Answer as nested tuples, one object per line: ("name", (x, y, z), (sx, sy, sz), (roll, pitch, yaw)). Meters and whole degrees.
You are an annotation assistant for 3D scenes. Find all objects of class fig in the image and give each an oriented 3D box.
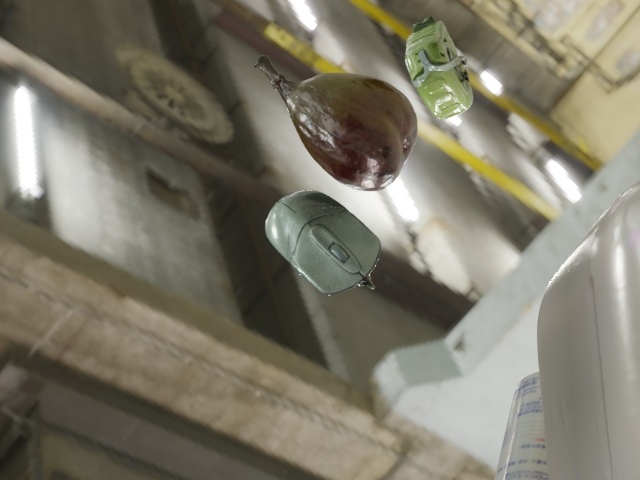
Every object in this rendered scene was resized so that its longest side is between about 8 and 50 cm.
("fig", (0.017, -0.192, 1.910), (0.274, 0.145, 0.170), (34, -127, 7))

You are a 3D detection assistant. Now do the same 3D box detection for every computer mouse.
("computer mouse", (-0.003, -0.004, 1.806), (0.229, 0.113, 0.068), (40, 172, 41))

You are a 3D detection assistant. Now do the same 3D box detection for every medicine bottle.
("medicine bottle", (0.304, 0.346, 1.793), (0.130, 0.130, 0.341), (35, -136, -13))

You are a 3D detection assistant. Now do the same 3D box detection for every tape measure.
("tape measure", (0.202, -0.283, 2.192), (0.154, 0.087, 0.177), (62, -160, -19))

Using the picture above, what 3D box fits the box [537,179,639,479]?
("box", (0.257, 0.116, 0.977), (0.141, 0.289, 0.349), (0, 164, -2))
